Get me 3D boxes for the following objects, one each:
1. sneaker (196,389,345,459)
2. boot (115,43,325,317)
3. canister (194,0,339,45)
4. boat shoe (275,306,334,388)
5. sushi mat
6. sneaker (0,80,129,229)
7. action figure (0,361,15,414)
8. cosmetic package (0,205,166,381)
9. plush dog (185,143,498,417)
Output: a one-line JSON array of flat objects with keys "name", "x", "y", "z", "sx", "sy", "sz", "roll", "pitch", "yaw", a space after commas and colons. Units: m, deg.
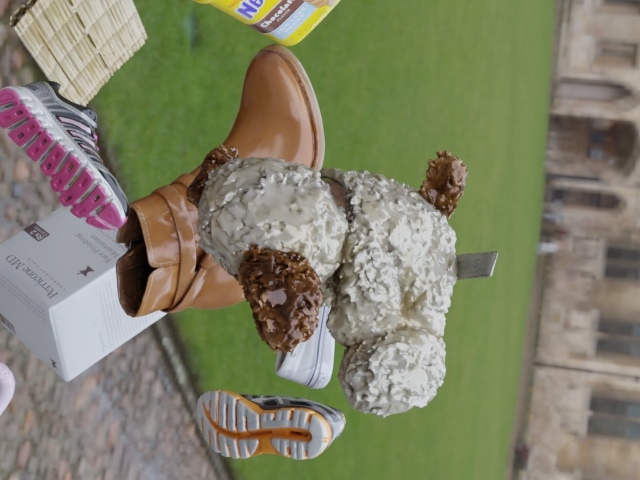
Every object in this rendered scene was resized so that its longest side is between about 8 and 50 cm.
[{"name": "sneaker", "x": -0.065, "y": 0.232, "z": 1.509, "sx": 0.083, "sy": 0.215, "sz": 0.084, "roll": -13, "pitch": 106, "yaw": -56}, {"name": "boot", "x": -0.116, "y": -0.059, "z": 1.248, "sx": 0.220, "sy": 0.109, "sz": 0.283, "roll": -12, "pitch": 120, "yaw": -40}, {"name": "canister", "x": -0.055, "y": -0.274, "z": 1.195, "sx": 0.126, "sy": 0.073, "sz": 0.170, "roll": -44, "pitch": 150, "yaw": 17}, {"name": "boat shoe", "x": -0.020, "y": 0.084, "z": 1.576, "sx": 0.083, "sy": 0.075, "sz": 0.226, "roll": 127, "pitch": -29, "yaw": -47}, {"name": "sushi mat", "x": -0.288, "y": -0.259, "z": 1.453, "sx": 0.151, "sy": 0.019, "sz": 0.316, "roll": -47, "pitch": 171, "yaw": -9}, {"name": "sneaker", "x": -0.235, "y": -0.089, "z": 1.147, "sx": 0.063, "sy": 0.170, "sz": 0.075, "roll": -37, "pitch": -175, "yaw": 41}, {"name": "action figure", "x": -0.415, "y": 0.252, "z": 0.979, "sx": 0.248, "sy": 0.275, "sz": 0.370, "roll": 73, "pitch": 30, "yaw": -77}, {"name": "cosmetic package", "x": -0.331, "y": 0.060, "z": 1.624, "sx": 0.183, "sy": 0.151, "sz": 0.151, "roll": -36, "pitch": 144, "yaw": -31}, {"name": "plush dog", "x": 0.000, "y": 0.000, "z": 1.023, "sx": 0.211, "sy": 0.225, "sz": 0.262, "roll": -62, "pitch": -141, "yaw": 22}]
